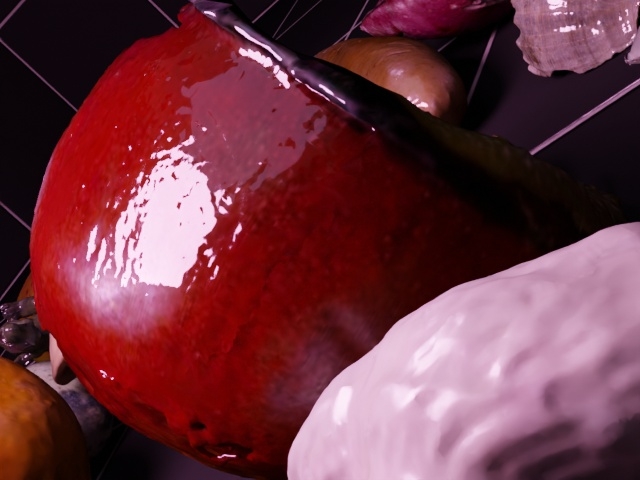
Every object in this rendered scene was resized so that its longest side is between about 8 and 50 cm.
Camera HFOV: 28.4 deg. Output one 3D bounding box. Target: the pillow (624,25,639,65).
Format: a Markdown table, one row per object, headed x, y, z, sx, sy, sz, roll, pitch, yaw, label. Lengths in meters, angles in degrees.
| x | y | z | sx | sy | sz | roll | pitch | yaw | label |
| --- | --- | --- | --- | --- | --- | --- | --- | --- | --- |
| 0.339 | -0.211 | 0.997 | 0.128 | 0.051 | 0.229 | -51 | 14 | -26 | pillow |

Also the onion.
| x | y | z | sx | sy | sz | roll | pitch | yaw | label |
| --- | --- | --- | --- | --- | --- | --- | --- | --- | --- |
| 0.175 | -0.303 | 1.553 | 0.250 | 0.111 | 0.247 | -41 | 2 | -35 | onion |

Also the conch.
| x | y | z | sx | sy | sz | roll | pitch | yaw | label |
| --- | --- | --- | --- | --- | --- | --- | --- | --- | --- |
| 0.257 | -0.228 | 1.227 | 0.207 | 0.130 | 0.155 | 40 | 121 | 53 | conch |

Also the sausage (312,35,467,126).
| x | y | z | sx | sy | sz | roll | pitch | yaw | label |
| --- | --- | --- | --- | --- | --- | --- | --- | --- | --- |
| 0.068 | -0.180 | 1.514 | 0.136 | 0.123 | 0.501 | -50 | 16 | -5 | sausage |

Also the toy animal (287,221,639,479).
| x | y | z | sx | sy | sz | roll | pitch | yaw | label |
| --- | --- | --- | --- | --- | --- | --- | --- | --- | --- |
| 0.134 | 0.118 | 0.550 | 0.307 | 0.266 | 0.188 | -2 | 41 | 3 | toy animal |

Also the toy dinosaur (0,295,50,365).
| x | y | z | sx | sy | sz | roll | pitch | yaw | label |
| --- | --- | --- | --- | --- | --- | --- | --- | --- | --- |
| -0.302 | 0.098 | 1.521 | 0.178 | 0.087 | 0.187 | -17 | 17 | 15 | toy dinosaur |

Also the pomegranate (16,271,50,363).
| x | y | z | sx | sy | sz | roll | pitch | yaw | label |
| --- | --- | --- | --- | --- | --- | --- | --- | --- | --- |
| -0.316 | 0.122 | 1.685 | 0.198 | 0.198 | 0.246 | -15 | 60 | 63 | pomegranate |

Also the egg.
| x | y | z | sx | sy | sz | roll | pitch | yaw | label |
| --- | --- | --- | --- | --- | --- | --- | --- | --- | --- |
| -0.319 | 0.214 | 1.522 | 0.181 | 0.141 | 0.141 | -7 | 41 | 54 | egg |

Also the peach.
| x | y | z | sx | sy | sz | roll | pitch | yaw | label |
| --- | --- | --- | --- | --- | --- | --- | --- | --- | --- |
| 0.000 | 0.000 | 0.872 | 0.416 | 0.339 | 0.353 | -28 | 56 | 47 | peach |

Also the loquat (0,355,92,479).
| x | y | z | sx | sy | sz | roll | pitch | yaw | label |
| --- | --- | --- | --- | --- | --- | --- | --- | --- | --- |
| -0.380 | 0.262 | 1.246 | 0.328 | 0.328 | 0.328 | -43 | 16 | 15 | loquat |

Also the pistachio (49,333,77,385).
| x | y | z | sx | sy | sz | roll | pitch | yaw | label |
| --- | --- | --- | --- | --- | --- | --- | --- | --- | --- |
| -0.184 | 0.040 | 1.443 | 0.321 | 0.229 | 0.238 | -63 | -14 | -3 | pistachio |
